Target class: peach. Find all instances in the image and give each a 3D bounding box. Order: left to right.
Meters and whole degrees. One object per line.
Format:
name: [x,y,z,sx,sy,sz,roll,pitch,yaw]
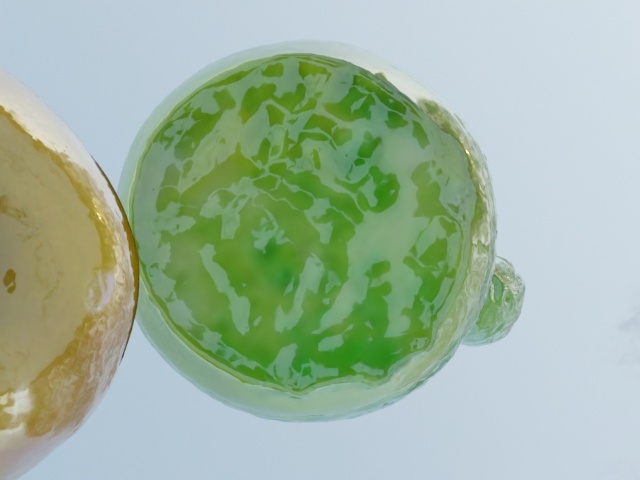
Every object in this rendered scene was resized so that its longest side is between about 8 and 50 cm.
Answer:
peach: [-0.120,0.007,0.509,0.138,0.138,0.138,5,-106,-19]

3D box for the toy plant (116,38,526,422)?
toy plant: [0.000,0.000,0.989,0.224,0.316,0.184,20,-91,8]
